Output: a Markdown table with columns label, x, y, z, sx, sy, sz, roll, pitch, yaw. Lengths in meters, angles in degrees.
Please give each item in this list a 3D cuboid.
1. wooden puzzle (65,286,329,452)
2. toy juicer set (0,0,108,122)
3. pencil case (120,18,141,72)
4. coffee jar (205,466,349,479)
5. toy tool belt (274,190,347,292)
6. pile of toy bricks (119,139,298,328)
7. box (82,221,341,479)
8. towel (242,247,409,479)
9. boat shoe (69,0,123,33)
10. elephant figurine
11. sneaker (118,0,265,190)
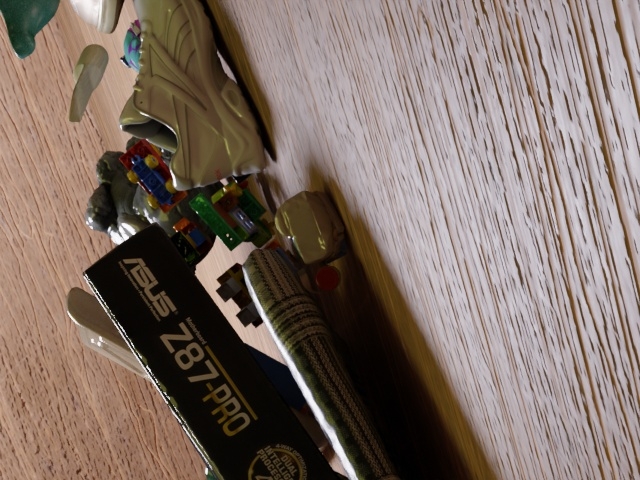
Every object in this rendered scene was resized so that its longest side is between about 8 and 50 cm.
| label | x | y | z | sx | sy | sz | roll | pitch | yaw |
| --- | --- | --- | --- | --- | --- | --- | --- | --- | --- |
| wooden puzzle | -0.128 | 0.146 | 2.144 | 0.322 | 0.080 | 0.348 | 29 | 171 | 3 |
| toy juicer set | -0.296 | -0.260 | 1.866 | 0.209 | 0.089 | 0.329 | -12 | -98 | -83 |
| pencil case | -0.163 | -0.190 | 1.920 | 0.070 | 0.064 | 0.152 | 44 | 179 | -20 |
| coffee jar | -0.025 | 0.266 | 1.970 | 0.184 | 0.079 | 0.096 | 25 | 163 | 25 |
| toy tool belt | 0.000 | 0.000 | 1.513 | 0.083 | 0.052 | 0.051 | 66 | -163 | 5 |
| pile of toy bricks | -0.088 | -0.030 | 1.838 | 0.212 | 0.118 | 0.105 | 51 | -160 | -2 |
| box | -0.053 | 0.202 | 1.757 | 0.395 | 0.097 | 0.318 | 53 | 174 | 21 |
| towel | 0.048 | 0.184 | 1.582 | 0.312 | 0.056 | 0.324 | 60 | 178 | 25 |
| boat shoe | -0.226 | -0.314 | 1.712 | 0.341 | 0.110 | 0.121 | 95 | -176 | -61 |
| elephant figurine | -0.156 | -0.027 | 2.007 | 0.186 | 0.169 | 0.239 | 23 | -179 | -24 |
| sneaker | -0.141 | -0.149 | 1.727 | 0.090 | 0.115 | 0.232 | 87 | 158 | -66 |
